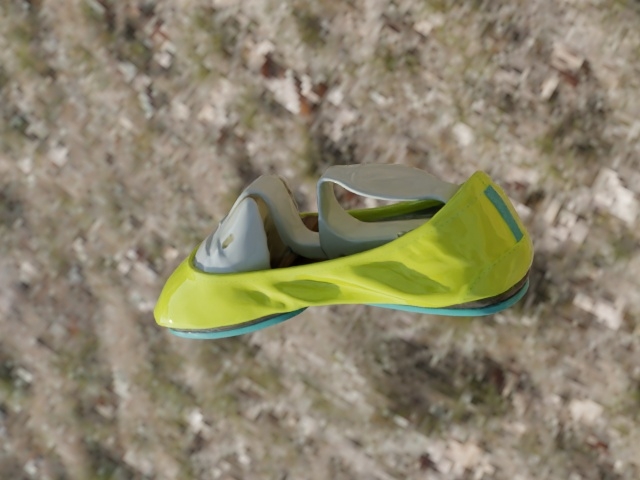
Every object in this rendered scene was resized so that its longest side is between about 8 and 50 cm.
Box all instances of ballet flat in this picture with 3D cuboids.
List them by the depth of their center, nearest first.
[{"bbox_3d":[0.000,0.000,0.846,0.231,0.077,0.077,-5,120,34],"label":"ballet flat"}]
